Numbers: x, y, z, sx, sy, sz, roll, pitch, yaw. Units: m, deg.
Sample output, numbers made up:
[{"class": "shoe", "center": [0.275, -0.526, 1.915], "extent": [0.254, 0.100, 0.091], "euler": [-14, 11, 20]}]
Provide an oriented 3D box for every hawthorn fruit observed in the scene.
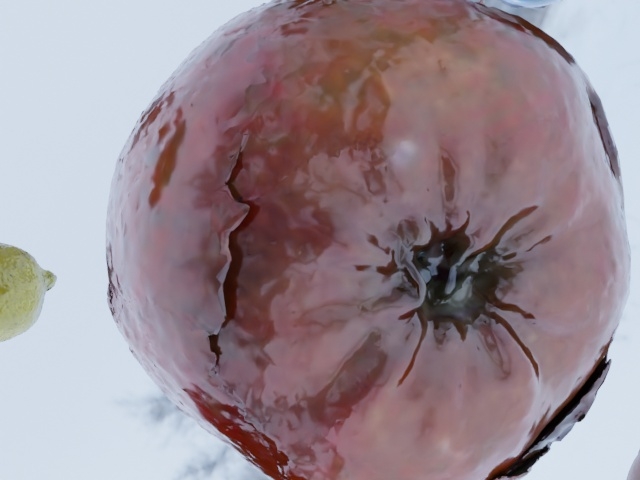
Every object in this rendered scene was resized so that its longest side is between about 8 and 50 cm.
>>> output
[{"class": "hawthorn fruit", "center": [0.000, 0.000, 0.756], "extent": [0.307, 0.276, 0.276], "euler": [7, 70, 54]}]

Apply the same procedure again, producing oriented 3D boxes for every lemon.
[{"class": "lemon", "center": [-0.258, 0.041, 1.086], "extent": [0.082, 0.110, 0.082], "euler": [176, 90, -70]}]

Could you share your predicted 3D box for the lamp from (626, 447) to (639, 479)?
[{"class": "lamp", "center": [0.363, 0.220, 1.156], "extent": [0.223, 0.223, 0.197], "euler": [-61, -24, -56]}]

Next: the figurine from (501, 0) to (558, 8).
[{"class": "figurine", "center": [0.267, -0.339, 1.234], "extent": [0.388, 0.248, 0.277], "euler": [3, 89, 61]}]
